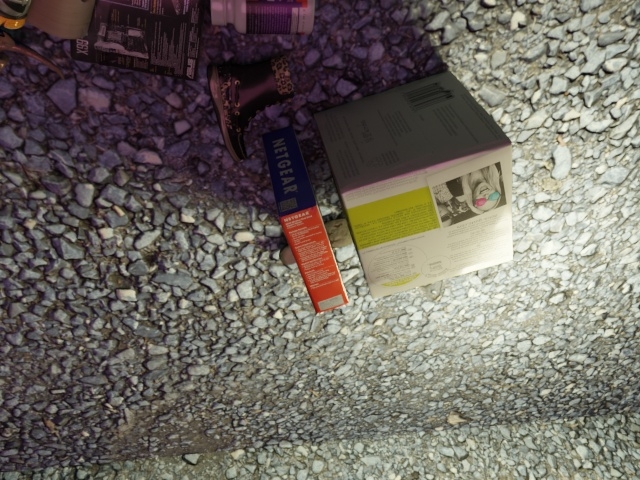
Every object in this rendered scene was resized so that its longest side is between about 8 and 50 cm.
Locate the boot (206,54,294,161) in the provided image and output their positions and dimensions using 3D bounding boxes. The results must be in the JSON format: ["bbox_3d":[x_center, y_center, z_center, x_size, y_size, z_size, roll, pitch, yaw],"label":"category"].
[{"bbox_3d":[-0.141,-0.290,1.182,0.179,0.085,0.236,-13,133,-3],"label":"boot"}]

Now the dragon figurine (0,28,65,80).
[{"bbox_3d":[-0.636,-0.388,0.996,0.289,0.144,0.085,1,132,-37],"label":"dragon figurine"}]

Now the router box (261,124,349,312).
[{"bbox_3d":[-0.038,-0.055,1.239,0.082,0.335,0.301,-18,131,1],"label":"router box"}]

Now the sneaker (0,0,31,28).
[{"bbox_3d":[-0.553,-0.437,0.833,0.083,0.084,0.215,-34,127,30],"label":"sneaker"}]

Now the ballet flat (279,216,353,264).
[{"bbox_3d":[0.000,0.000,1.486,0.250,0.058,0.084,-25,98,4],"label":"ballet flat"}]

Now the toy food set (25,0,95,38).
[{"bbox_3d":[-0.514,-0.508,0.877,0.306,0.092,0.219,27,127,-13],"label":"toy food set"}]

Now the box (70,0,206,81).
[{"bbox_3d":[-0.334,-0.470,0.991,0.242,0.076,0.307,5,129,-15],"label":"box"}]

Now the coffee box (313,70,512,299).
[{"bbox_3d":[0.210,-0.126,1.222,0.338,0.337,0.334,-17,132,3],"label":"coffee box"}]

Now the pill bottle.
[{"bbox_3d":[-0.113,-0.455,1.026,0.194,0.108,0.108,-3,131,-9],"label":"pill bottle"}]
